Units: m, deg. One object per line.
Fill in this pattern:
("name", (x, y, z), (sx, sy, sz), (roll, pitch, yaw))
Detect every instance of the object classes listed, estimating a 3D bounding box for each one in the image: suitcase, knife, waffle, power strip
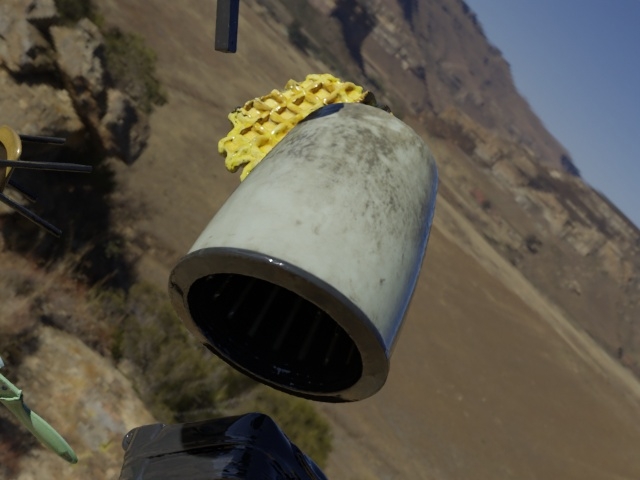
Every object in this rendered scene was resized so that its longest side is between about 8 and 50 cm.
("suitcase", (-0.145, 0.449, 1.485), (0.345, 0.339, 0.188), (59, 29, -32))
("knife", (-0.430, 0.224, 1.243), (0.293, 0.043, 0.020), (55, 27, -30))
("waffle", (-0.025, -0.189, 1.539), (0.307, 0.311, 0.060), (-106, -167, -45))
("power strip", (-0.157, -0.370, 1.483), (0.029, 0.111, 0.038), (6, 5, 20))

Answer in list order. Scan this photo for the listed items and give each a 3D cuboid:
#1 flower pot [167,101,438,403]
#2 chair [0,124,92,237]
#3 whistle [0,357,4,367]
("flower pot", (0.000, 0.000, 1.167), (0.293, 0.293, 0.330), (41, 52, -19))
("chair", (-0.554, -0.140, 1.545), (0.246, 0.172, 0.158), (18, 15, -40))
("whistle", (-0.510, 0.152, 1.333), (0.100, 0.035, 0.035), (61, 6, -20))
